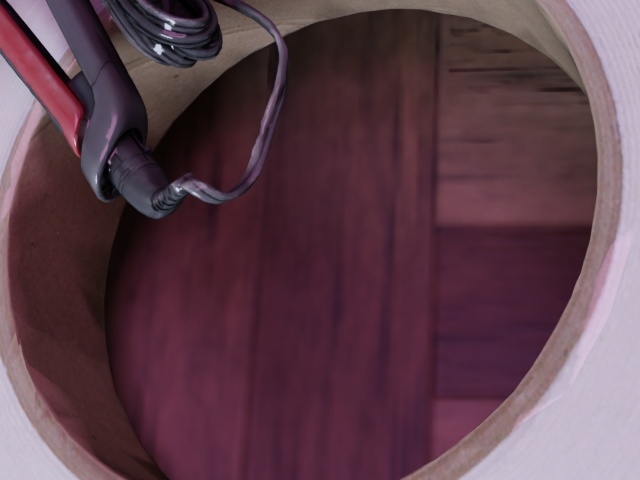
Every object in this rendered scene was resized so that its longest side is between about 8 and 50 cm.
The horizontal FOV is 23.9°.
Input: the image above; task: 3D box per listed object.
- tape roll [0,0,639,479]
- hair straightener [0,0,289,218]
[{"bbox_3d":[0.000,0.000,0.488,0.392,0.072,0.392,-8,67,19],"label":"tape roll"},{"bbox_3d":[-0.081,-0.097,0.490,0.089,0.047,0.230,-41,60,4],"label":"hair straightener"}]
